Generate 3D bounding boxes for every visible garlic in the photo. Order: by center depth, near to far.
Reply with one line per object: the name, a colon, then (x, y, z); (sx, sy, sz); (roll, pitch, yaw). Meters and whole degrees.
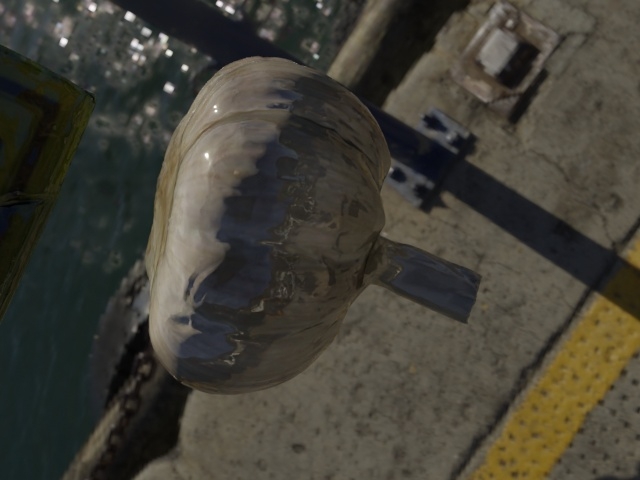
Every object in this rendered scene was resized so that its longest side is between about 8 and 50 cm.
garlic: (0.000, 0.000, 0.684); (0.218, 0.212, 0.218); (-165, 90, -77)

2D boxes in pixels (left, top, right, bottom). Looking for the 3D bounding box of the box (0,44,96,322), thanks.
box: (-0.150, 0.050, 0.336); (0.141, 0.064, 0.220); (-13, 55, 66)
